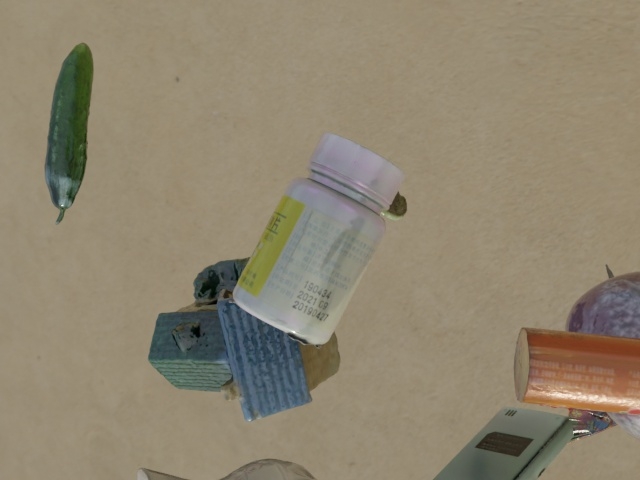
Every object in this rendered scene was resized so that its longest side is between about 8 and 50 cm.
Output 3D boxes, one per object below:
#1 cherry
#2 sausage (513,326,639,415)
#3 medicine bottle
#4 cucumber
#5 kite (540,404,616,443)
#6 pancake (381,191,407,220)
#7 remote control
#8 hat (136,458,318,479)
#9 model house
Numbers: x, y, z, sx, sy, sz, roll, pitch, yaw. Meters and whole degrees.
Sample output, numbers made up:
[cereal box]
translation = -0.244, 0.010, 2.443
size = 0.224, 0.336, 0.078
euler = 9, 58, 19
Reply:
[cherry]
translation = 0.475, 0.150, 1.158
size = 0.213, 0.236, 0.285
euler = 123, 144, -50
[sausage]
translation = 0.394, 0.164, 0.938
size = 0.312, 0.093, 0.093
euler = 6, 112, 5
[medicine bottle]
translation = 0.000, 0.000, 1.536
size = 0.213, 0.213, 0.379
euler = 27, 89, 32
[cucumber]
translation = -0.340, -0.144, 1.066
size = 0.056, 0.056, 0.250
euler = 8, 93, 39
[kite]
translation = 0.505, 0.329, 1.529
size = 0.159, 0.010, 0.190
euler = 16, 107, 5
[pancake]
translation = 0.143, -0.101, 1.711
size = 0.022, 0.116, 0.129
euler = -27, 115, 35
[remote control]
translation = 0.276, 0.392, 1.309
size = 0.145, 0.344, 0.050
euler = -2, 115, 50
[hat]
translation = -0.107, 0.311, 0.990
size = 0.226, 0.164, 0.219
euler = 44, 160, -15
[model house]
translation = -0.203, 0.223, 1.908
size = 0.382, 0.342, 0.335
euler = -6, 101, 32
